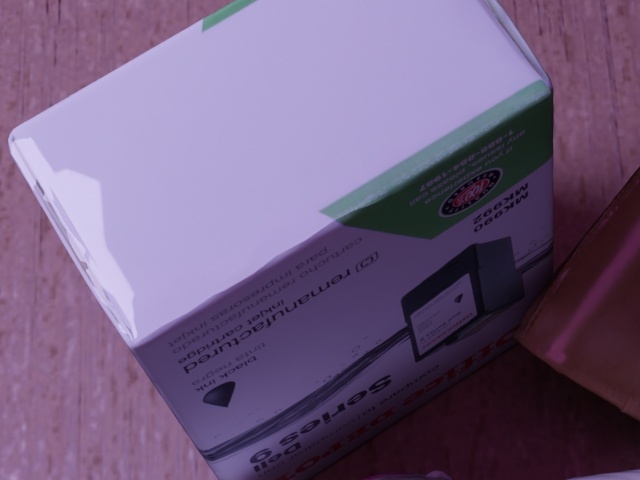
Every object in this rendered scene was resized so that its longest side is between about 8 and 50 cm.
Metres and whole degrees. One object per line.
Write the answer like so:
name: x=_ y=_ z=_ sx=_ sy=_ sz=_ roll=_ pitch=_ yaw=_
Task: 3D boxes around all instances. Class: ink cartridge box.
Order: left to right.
ink cartridge box: x=0.000 y=0.000 z=0.887 sx=0.211 sy=0.289 sz=0.121 roll=-32 pitch=67 yaw=-5

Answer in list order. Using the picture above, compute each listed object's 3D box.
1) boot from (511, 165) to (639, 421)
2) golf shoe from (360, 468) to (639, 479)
boot: x=0.259 y=-0.007 z=0.949 sx=0.236 sy=0.089 sz=0.269 roll=31 pitch=91 yaw=-16
golf shoe: x=0.089 y=0.152 z=0.899 sx=0.306 sy=0.115 sz=0.140 roll=-7 pitch=27 yaw=-12
